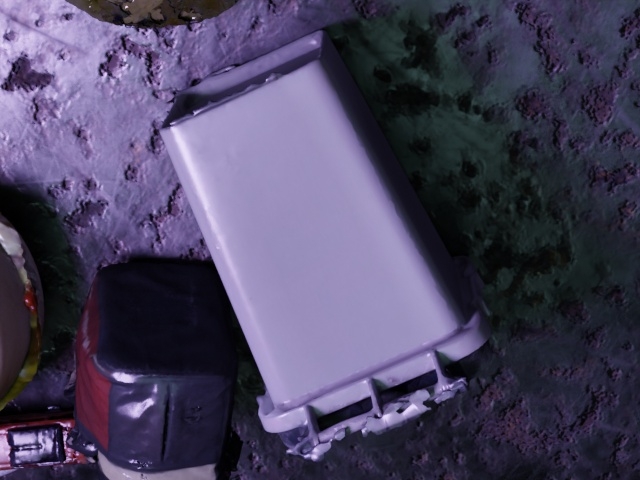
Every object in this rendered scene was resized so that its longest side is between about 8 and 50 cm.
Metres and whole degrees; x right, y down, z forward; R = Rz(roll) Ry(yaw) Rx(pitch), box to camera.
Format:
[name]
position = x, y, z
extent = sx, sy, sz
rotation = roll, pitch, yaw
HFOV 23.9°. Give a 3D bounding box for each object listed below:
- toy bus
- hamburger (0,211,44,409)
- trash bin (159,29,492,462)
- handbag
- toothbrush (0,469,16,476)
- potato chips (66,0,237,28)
[toy bus]
position = -0.350, 0.227, 1.685
extent = 0.235, 0.096, 0.073
rotation = -5, 93, 3
[hamburger]
position = -0.437, 0.078, 1.590
extent = 0.302, 0.170, 0.302
rotation = 1, 111, 3
[trash bin]
position = 0.000, 0.000, 1.506
extent = 0.256, 0.296, 0.367
rotation = -23, 106, 10
[handbag]
position = -0.174, 0.151, 1.576
extent = 0.181, 0.254, 0.181
rotation = 0, 117, -12
[toothbrush]
position = -0.474, 0.295, 1.757
extent = 0.375, 0.037, 0.028
rotation = -20, 101, 7
[potato chips]
position = -0.174, -0.281, 1.478
extent = 0.220, 0.029, 0.202
rotation = -15, 138, 18
